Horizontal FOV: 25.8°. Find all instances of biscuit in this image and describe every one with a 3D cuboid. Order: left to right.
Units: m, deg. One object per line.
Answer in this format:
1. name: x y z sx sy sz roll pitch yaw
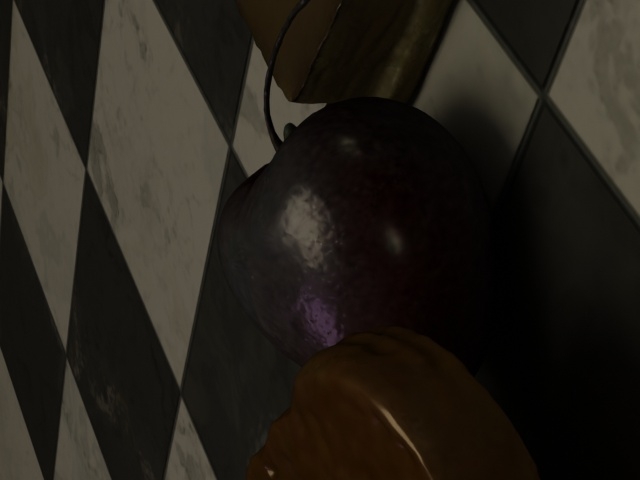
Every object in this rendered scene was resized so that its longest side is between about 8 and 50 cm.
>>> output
1. biscuit: 0.071 0.203 0.554 0.312 0.057 0.351 39 144 39

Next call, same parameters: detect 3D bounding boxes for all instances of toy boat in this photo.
1. toy boat: 0.016 -0.148 0.606 0.188 0.061 0.116 112 142 -49

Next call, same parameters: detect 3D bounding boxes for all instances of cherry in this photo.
1. cherry: 0.029 -0.003 0.572 0.188 0.115 0.148 141 130 -58

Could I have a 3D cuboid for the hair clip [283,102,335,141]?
1. hair clip: 0.001 0.000 0.715 0.173 0.049 0.049 97 152 -49
